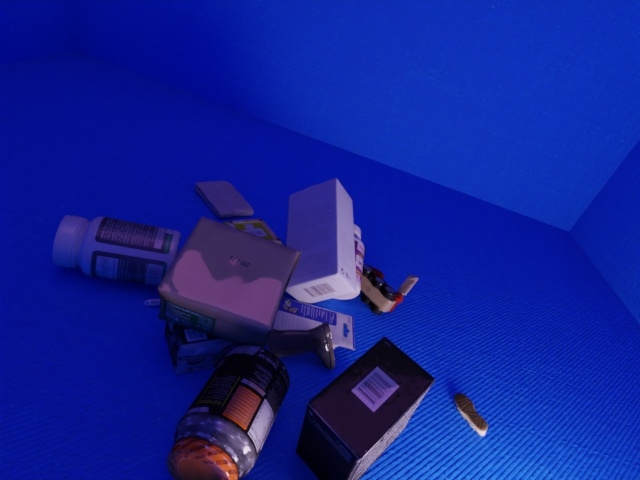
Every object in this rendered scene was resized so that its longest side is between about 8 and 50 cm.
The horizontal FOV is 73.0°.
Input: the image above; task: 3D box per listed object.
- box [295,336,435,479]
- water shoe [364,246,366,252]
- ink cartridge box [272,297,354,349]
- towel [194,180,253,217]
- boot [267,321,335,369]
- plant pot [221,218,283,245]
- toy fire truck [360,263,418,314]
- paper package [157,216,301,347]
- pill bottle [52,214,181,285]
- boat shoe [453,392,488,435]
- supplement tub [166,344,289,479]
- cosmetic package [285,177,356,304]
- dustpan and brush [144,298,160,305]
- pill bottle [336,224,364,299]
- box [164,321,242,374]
[{"bbox_3d":[0.107,0.463,1.135,0.297,0.293,0.183,-30,55,-35],"label":"box"},{"bbox_3d":[0.124,0.052,2.035,0.203,0.080,0.073,-5,40,-37],"label":"water shoe"},{"bbox_3d":[-0.062,0.301,1.555,0.372,0.069,0.175,15,31,-6],"label":"ink cartridge box"},{"bbox_3d":[-0.470,-0.199,2.094,0.187,0.049,0.282,-11,45,-40],"label":"towel"},{"bbox_3d":[-0.065,0.362,1.423,0.209,0.189,0.076,-13,16,-12],"label":"boot"},{"bbox_3d":[-0.282,0.046,1.678,0.229,0.207,0.227,-6,40,-39],"label":"plant pot"},{"bbox_3d":[0.286,0.192,1.876,0.247,0.158,0.217,4,34,-49],"label":"toy fire truck"},{"bbox_3d":[-0.262,0.126,1.273,0.325,0.168,0.309,20,47,-2],"label":"paper package"},{"bbox_3d":[-0.674,0.032,1.461,0.362,0.204,0.204,12,33,-17],"label":"pill bottle"},{"bbox_3d":[0.510,0.593,1.481,0.056,0.048,0.153,-21,39,-17],"label":"boat shoe"},{"bbox_3d":[-0.224,0.445,1.097,0.207,0.207,0.338,25,31,5],"label":"supplement tub"},{"bbox_3d":[0.000,0.000,1.682,0.161,0.230,0.452,47,35,-46],"label":"cosmetic package"},{"bbox_3d":[-0.475,0.202,1.437,0.212,0.147,0.060,-5,-10,12],"label":"dustpan and brush"},{"bbox_3d":[0.096,0.079,1.800,0.170,0.169,0.301,16,56,-10],"label":"pill bottle"},{"bbox_3d":[-0.331,0.290,1.333,0.248,0.142,0.163,-4,40,-32],"label":"box"}]
